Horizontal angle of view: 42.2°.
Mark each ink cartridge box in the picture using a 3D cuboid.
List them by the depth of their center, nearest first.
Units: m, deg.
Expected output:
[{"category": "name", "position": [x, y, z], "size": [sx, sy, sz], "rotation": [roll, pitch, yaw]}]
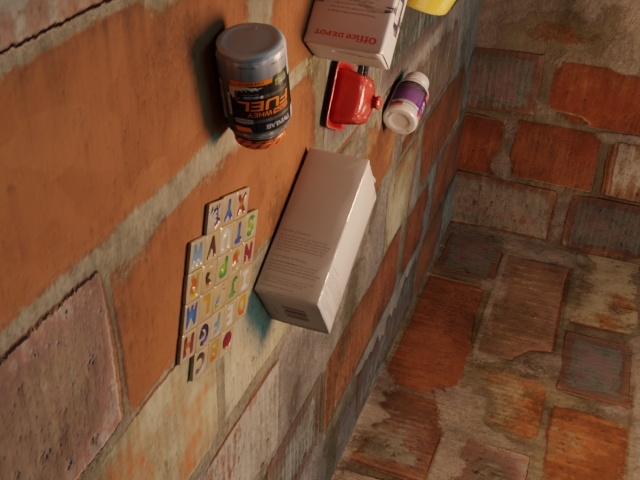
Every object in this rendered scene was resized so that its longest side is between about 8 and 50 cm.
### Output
[{"category": "ink cartridge box", "position": [0.084, -0.492, 1.731], "size": [0.100, 0.172, 0.237], "rotation": [35, 69, -73]}]

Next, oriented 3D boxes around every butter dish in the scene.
[{"category": "butter dish", "position": [0.089, -0.335, 1.974], "size": [0.160, 0.118, 0.160], "rotation": [-13, 115, -73]}]

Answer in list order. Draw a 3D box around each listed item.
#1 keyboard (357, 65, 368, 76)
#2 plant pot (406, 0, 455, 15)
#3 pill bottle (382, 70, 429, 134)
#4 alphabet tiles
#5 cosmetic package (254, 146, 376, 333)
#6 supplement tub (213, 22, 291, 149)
[{"category": "keyboard", "position": [0.127, -0.475, 2.138], "size": [0.100, 0.038, 0.192], "rotation": [-22, 123, -70]}, {"category": "plant pot", "position": [0.307, -0.742, 2.206], "size": [0.254, 0.254, 0.239], "rotation": [-49, 164, -58]}, {"category": "pill bottle", "position": [0.267, -0.423, 2.524], "size": [0.108, 0.108, 0.193], "rotation": [83, 26, -50]}, {"category": "alphabet tiles", "position": [-0.188, 0.078, 1.555], "size": [0.285, 0.011, 0.342], "rotation": [-36, 137, -67]}, {"category": "cosmetic package", "position": [0.000, 0.000, 1.871], "size": [0.197, 0.155, 0.365], "rotation": [72, 34, -62]}, {"category": "supplement tub", "position": [-0.108, -0.251, 1.373], "size": [0.190, 0.117, 0.117], "rotation": [85, 24, -46]}]
